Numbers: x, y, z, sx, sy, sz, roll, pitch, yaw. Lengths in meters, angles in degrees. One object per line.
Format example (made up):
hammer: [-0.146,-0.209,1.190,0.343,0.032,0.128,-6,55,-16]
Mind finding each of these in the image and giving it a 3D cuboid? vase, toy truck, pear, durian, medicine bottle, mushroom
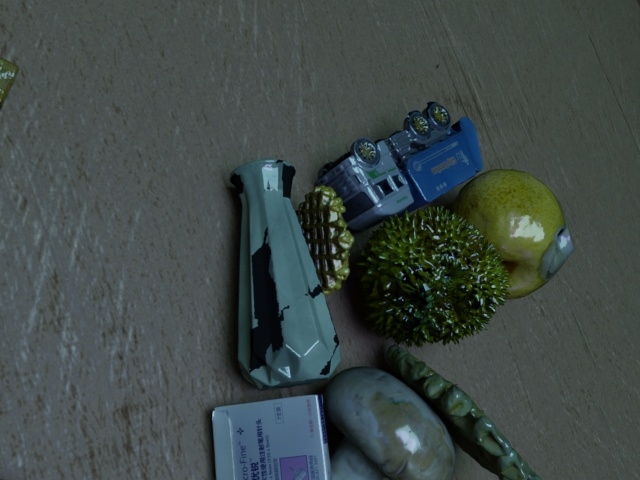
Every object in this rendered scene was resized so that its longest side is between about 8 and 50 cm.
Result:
vase: [-0.070,0.053,0.986,0.165,0.165,0.360,1,70,-33]
toy truck: [0.171,-0.149,1.208,0.367,0.146,0.175,-28,87,-34]
pear: [0.372,-0.018,1.236,0.271,0.271,0.271,11,69,-30]
durian: [0.185,0.068,1.084,0.291,0.291,0.224,13,24,-30]
medicine bottle: [-0.069,0.340,0.903,0.171,0.052,0.201,-8,77,7]
mushroom: [0.083,0.334,0.966,0.243,0.243,0.243,11,69,-30]

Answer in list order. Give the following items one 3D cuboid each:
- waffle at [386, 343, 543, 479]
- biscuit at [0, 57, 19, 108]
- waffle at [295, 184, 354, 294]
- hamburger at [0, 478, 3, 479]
waffle: [0.236,0.303,1.026,0.056,0.309,0.292,-43,104,-9]
biscuit: [-0.494,-0.240,0.879,0.083,0.018,0.081,22,64,-27]
waffle: [0.003,0.000,1.038,0.038,0.191,0.191,-3,77,-30]
hamburger: [-0.436,0.389,0.643,0.211,0.132,0.309,47,55,-11]
